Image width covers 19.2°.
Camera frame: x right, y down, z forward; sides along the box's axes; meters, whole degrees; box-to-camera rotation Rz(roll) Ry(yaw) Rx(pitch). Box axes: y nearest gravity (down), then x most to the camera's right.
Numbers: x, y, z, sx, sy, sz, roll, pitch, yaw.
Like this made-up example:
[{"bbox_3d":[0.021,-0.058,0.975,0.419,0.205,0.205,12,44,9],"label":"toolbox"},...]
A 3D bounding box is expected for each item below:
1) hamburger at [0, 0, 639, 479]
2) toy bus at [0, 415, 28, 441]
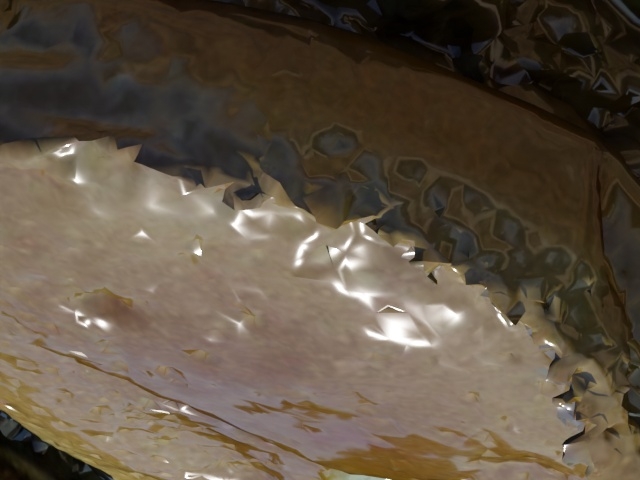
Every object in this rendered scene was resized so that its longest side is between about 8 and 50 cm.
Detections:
[{"bbox_3d":[0.011,-0.009,0.526,0.277,0.195,0.318,-2,145,30],"label":"hamburger"},{"bbox_3d":[-0.137,0.069,0.793,0.234,0.133,0.116,28,137,42],"label":"toy bus"}]
